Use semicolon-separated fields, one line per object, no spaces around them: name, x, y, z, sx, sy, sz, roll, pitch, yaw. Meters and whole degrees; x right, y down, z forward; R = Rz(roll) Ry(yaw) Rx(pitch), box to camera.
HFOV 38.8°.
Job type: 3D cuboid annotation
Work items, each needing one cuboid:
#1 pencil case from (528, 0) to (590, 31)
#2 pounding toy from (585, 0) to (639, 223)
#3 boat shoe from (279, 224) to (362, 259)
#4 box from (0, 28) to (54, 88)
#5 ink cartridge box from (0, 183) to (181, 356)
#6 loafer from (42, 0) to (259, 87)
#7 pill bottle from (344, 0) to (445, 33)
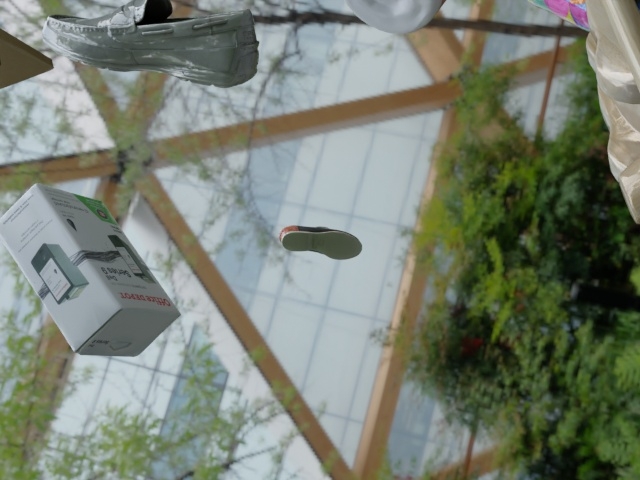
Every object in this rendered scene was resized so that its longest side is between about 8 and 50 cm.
pencil case;0.375;-0.324;1.218;0.104;0.236;0.104;-19;-48;-22
pounding toy;0.218;-0.121;0.473;0.270;0.154;0.155;-83;-24;-45
boat shoe;0.000;0.000;1.476;0.043;0.137;0.049;-117;35;-69
box;-0.457;-0.227;1.134;0.201;0.164;0.021;29;-133;-74
ink cartridge box;-0.407;0.057;1.610;0.121;0.289;0.211;-42;-18;11
loafer;-0.233;-0.287;1.244;0.112;0.319;0.112;-53;-30;-63
pill bottle;0.169;-0.486;1.440;0.319;0.176;0.176;-55;-25;-32
